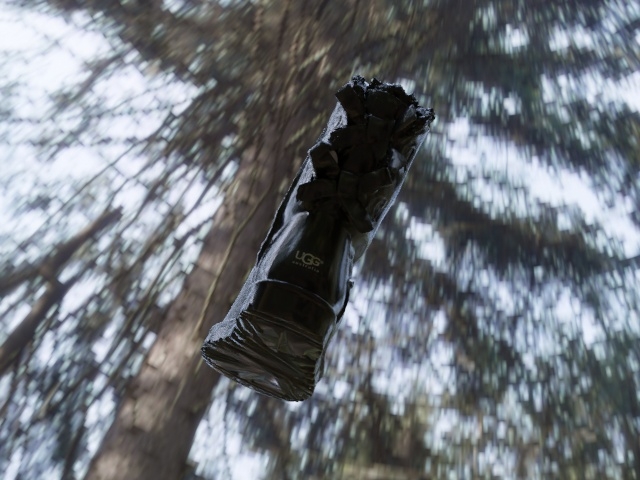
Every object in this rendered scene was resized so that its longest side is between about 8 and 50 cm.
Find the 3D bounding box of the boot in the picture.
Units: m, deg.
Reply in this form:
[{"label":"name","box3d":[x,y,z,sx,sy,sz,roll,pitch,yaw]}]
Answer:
[{"label":"boot","box3d":[-0.001,0.000,0.714,0.045,0.121,0.099,25,-111,-2]}]
